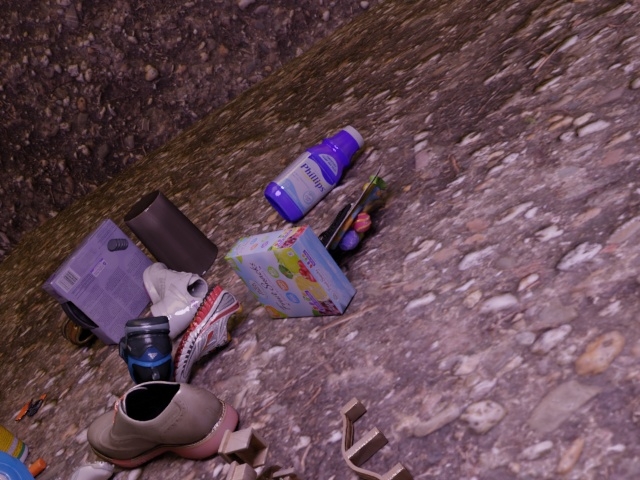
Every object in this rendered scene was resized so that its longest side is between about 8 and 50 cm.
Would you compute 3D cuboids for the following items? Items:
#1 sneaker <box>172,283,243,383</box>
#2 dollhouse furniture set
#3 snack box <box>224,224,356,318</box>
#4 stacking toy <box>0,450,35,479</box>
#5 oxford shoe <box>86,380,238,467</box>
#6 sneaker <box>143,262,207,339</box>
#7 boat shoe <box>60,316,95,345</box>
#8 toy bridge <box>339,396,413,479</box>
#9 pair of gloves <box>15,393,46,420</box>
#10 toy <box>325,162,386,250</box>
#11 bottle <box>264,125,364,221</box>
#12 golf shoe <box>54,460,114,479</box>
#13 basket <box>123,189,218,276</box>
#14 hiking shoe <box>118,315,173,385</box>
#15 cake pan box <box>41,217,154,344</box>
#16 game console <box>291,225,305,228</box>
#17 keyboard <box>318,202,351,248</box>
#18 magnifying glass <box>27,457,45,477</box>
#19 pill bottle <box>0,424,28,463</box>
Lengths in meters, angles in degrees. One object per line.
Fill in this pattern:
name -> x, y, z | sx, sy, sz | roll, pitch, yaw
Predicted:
sneaker -> -0.238, 0.209, 1.408 | 0.225, 0.092, 0.088 | -62, 11, -8
dollhouse furniture set -> -0.106, 0.370, 0.875 | 0.101, 0.161, 0.182 | -24, 28, 28
snack box -> -0.061, 0.067, 1.303 | 0.207, 0.174, 0.070 | -10, 34, 47
stacking toy -> -0.732, 0.595, 1.378 | 0.175, 0.165, 0.302 | 42, 102, 22
oxford shoe -> -0.330, 0.325, 1.263 | 0.397, 0.146, 0.140 | -20, 32, 35
sneaker -> -0.356, 0.131, 1.690 | 0.152, 0.114, 0.305 | -33, 33, -5
boat shoe -> -0.621, 0.176, 1.964 | 0.104, 0.110, 0.307 | 6, 60, 51
toy bridge -> 0.062, 0.290, 0.943 | 0.063, 0.026, 0.188 | -41, 25, -2
pair of gloves -> -0.778, 0.451, 1.811 | 0.083, 0.010, 0.074 | -21, 29, 27
toy -> 0.076, -0.036, 1.400 | 0.237, 0.056, 0.137 | -59, -5, -26
bottle -> -0.009, -0.175, 1.703 | 0.283, 0.118, 0.092 | -43, 16, -11
golf shoe -> -0.464, 0.487, 1.295 | 0.176, 0.069, 0.086 | -33, 46, 19
basket -> -0.413, -0.013, 1.842 | 0.154, 0.227, 0.204 | -41, 26, -5
hiking shoe -> -0.359, 0.254, 1.381 | 0.304, 0.113, 0.132 | 115, 149, -66
cake pan box -> -0.579, 0.116, 1.831 | 0.070, 0.246, 0.267 | -17, 34, 45
game console -> -0.055, 0.034, 1.474 | 0.107, 0.071, 0.122 | 37, 103, 43
keyboard -> 0.000, 0.000, 1.448 | 0.192, 0.038, 0.100 | -57, 2, -32
magnifying glass -> -0.711, 0.572, 1.503 | 0.231, 0.026, 0.092 | -39, 25, -2
pill bottle -> -0.802, 0.471, 1.575 | 0.117, 0.208, 0.118 | -30, 27, 17
